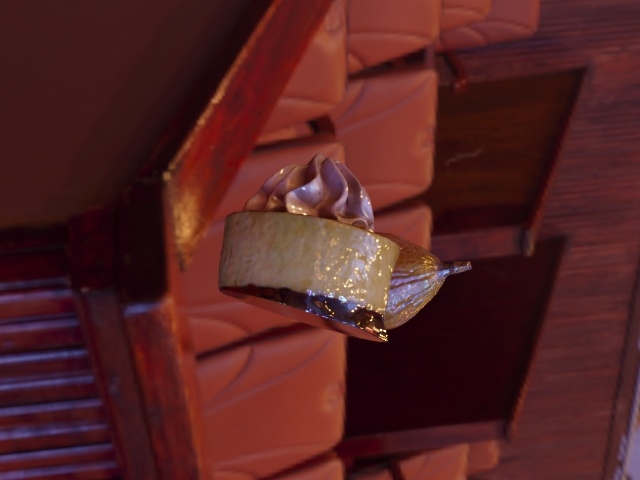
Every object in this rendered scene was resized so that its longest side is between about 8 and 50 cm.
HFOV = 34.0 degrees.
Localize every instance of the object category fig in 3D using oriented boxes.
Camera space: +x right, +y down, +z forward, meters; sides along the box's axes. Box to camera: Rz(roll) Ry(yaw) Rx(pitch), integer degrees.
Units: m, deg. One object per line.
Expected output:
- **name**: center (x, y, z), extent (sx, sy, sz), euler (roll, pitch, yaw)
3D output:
- **fig**: center (0.096, 0.033, 1.256), extent (0.119, 0.153, 0.119), euler (54, 11, -15)

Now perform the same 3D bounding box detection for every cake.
- **cake**: center (0.000, 0.000, 1.130), extent (0.185, 0.208, 0.178), euler (127, -16, -80)
